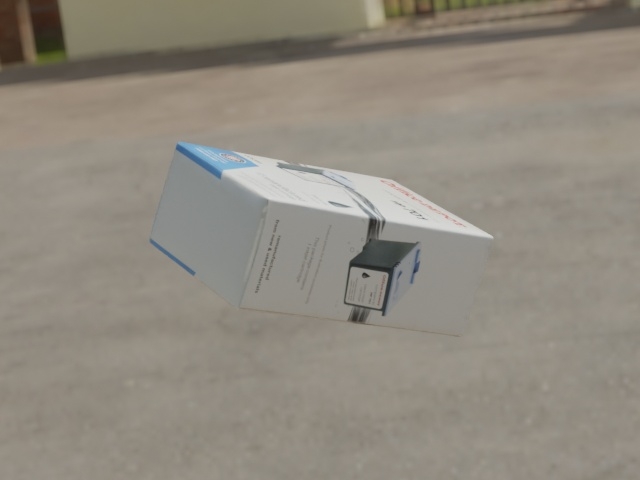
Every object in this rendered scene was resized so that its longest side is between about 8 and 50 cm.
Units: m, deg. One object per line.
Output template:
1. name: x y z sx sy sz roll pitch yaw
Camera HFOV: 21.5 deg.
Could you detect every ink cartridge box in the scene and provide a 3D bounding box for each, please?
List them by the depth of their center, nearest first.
1. ink cartridge box: 0.000 0.000 1.165 0.190 0.082 0.139 7 15 -34
